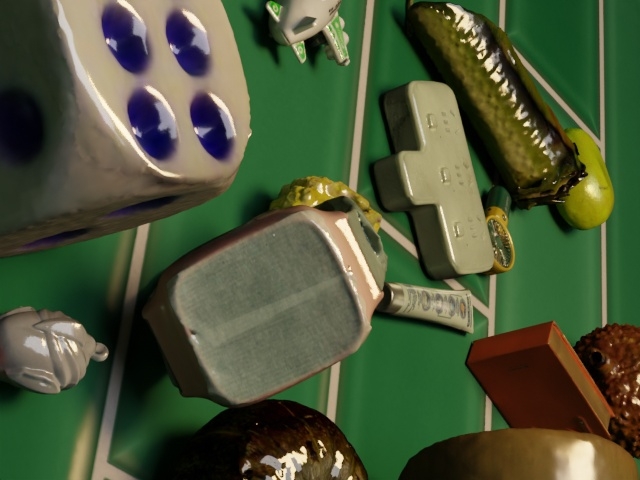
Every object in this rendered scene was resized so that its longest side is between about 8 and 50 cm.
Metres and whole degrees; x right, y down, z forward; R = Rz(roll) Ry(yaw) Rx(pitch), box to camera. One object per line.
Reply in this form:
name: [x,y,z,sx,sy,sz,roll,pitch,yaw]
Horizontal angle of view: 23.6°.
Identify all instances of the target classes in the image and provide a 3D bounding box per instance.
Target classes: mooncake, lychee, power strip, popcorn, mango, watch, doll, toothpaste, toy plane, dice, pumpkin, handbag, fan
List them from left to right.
doll: [-0.265,0.092,1.323,0.180,0.079,0.094,8,44,-40]
dice: [-0.229,-0.135,1.313,0.243,0.251,0.259,-12,86,-56]
watch: [-0.054,0.043,1.527,0.241,0.253,0.162,-150,-143,-76]
pumpkin: [-0.041,0.266,1.485,0.238,0.159,0.238,29,55,-52]
toy plane: [-0.014,-0.286,1.861,0.174,0.080,0.174,34,46,-45]
popcorn: [0.000,0.000,1.718,0.126,0.126,0.145,-6,96,-32]
power strip: [0.141,-0.079,2.010,0.193,0.059,0.265,-5,80,-57]
toothpaste: [0.138,0.081,1.948,0.239,0.039,0.062,12,70,-56]
fan: [0.241,-0.016,2.146,0.082,0.039,0.155,51,37,-28]
mooncake: [0.222,0.328,1.730,0.284,0.284,0.155,31,49,-46]
handbag: [0.296,0.201,2.043,0.190,0.127,0.063,54,36,-27]
mango: [0.409,-0.093,2.384,0.117,0.089,0.163,38,45,-41]
lychee: [0.433,0.211,2.187,0.238,0.200,0.200,51,37,-49]

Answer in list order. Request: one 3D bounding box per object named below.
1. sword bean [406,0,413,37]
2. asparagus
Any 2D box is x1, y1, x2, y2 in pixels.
sword bean: [0.126,-0.320,2.146,0.012,0.012,0.083,35,49,-43]
asparagus: [0.252,-0.208,2.187,0.128,0.108,0.382,-43,114,-19]
